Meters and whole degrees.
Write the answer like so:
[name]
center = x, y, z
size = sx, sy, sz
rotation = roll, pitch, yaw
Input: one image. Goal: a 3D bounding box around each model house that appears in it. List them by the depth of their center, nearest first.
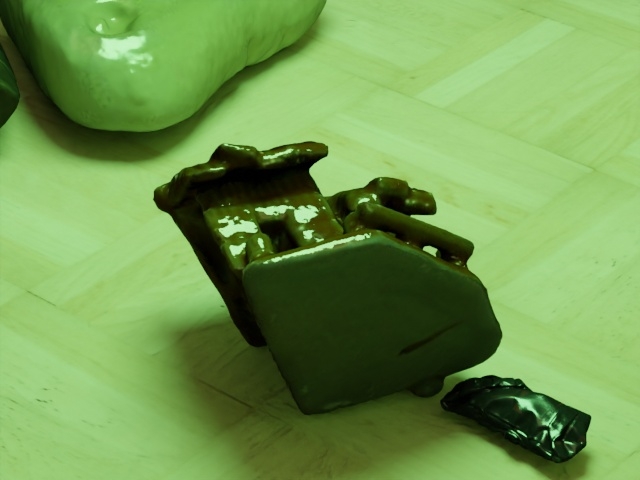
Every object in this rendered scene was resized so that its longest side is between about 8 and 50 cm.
[model house]
center = 0.001, 0.001, 1.546
size = 0.199, 0.220, 0.229
rotation = -22, 47, -15

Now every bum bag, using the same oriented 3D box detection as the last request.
[bum bag]
center = 0.151, 0.133, 1.507
size = 0.124, 0.034, 0.058
rotation = 28, 48, 36

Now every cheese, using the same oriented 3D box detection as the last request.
[cheese]
center = -0.137, -0.214, 1.955
size = 0.350, 0.130, 0.328
rotation = -6, 31, -10

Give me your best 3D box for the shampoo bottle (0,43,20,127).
[shampoo bottle]
center = -0.372, -0.205, 1.941
size = 0.125, 0.084, 0.350
rotation = 30, 15, -34
